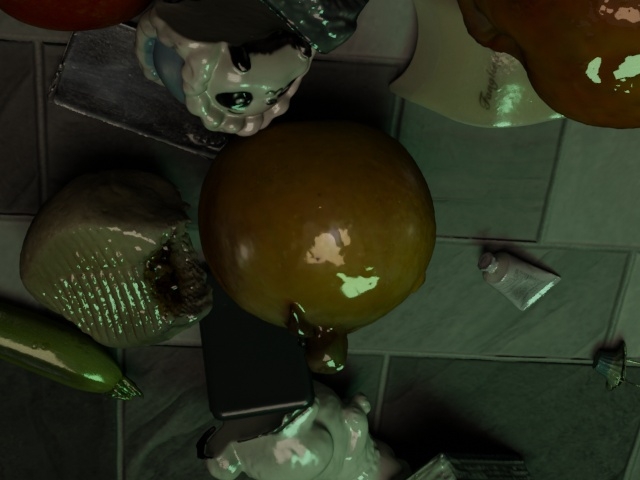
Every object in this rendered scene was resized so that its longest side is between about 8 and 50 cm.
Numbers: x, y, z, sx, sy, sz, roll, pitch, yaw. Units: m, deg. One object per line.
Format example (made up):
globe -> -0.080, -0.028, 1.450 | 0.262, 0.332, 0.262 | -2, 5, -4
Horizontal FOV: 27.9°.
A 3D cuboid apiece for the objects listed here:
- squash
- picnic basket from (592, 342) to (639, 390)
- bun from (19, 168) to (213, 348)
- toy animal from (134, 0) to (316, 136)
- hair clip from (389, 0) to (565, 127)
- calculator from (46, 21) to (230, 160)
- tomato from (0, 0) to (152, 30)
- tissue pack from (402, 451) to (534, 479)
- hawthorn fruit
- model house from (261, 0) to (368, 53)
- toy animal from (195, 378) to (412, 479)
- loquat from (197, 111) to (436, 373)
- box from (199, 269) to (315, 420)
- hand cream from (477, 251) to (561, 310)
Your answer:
squash -> -0.420, 0.168, 2.001 | 0.341, 0.094, 0.094 | 26, 120, -16
picnic basket -> 0.483, 0.208, 2.082 | 0.083, 0.065, 0.083 | 20, 119, 4
bun -> -0.284, 0.012, 1.820 | 0.282, 0.204, 0.281 | 4, 128, 6
toy animal -> -0.120, -0.226, 1.638 | 0.208, 0.204, 0.156 | -19, 138, -37
hair clip -> 0.245, -0.234, 1.727 | 0.282, 0.113, 0.172 | 6, 125, -6
calculator -> -0.229, -0.212, 1.779 | 0.262, 0.021, 0.161 | 20, 121, -16
tomato -> -0.308, -0.373, 1.568 | 0.309, 0.170, 0.309 | -3, 118, -5
tissue pack -> 0.223, 0.433, 2.147 | 0.185, 0.081, 0.257 | -43, 148, 25
hawthorn fruit -> 0.357, -0.358, 1.443 | 0.472, 0.471, 0.471 | -1, 125, -2
model house -> 0.033, -0.422, 1.540 | 0.301, 0.190, 0.271 | -36, 117, 20
toy animal -> -0.011, 0.346, 2.096 | 0.258, 0.194, 0.357 | -33, 129, 8
loquat -> 0.000, 0.000, 1.735 | 0.329, 0.359, 0.328 | -5, 166, -1
box -> -0.100, 0.148, 1.933 | 0.160, 0.230, 0.050 | -9, 167, 4
hand cream -> 0.296, 0.057, 1.982 | 0.142, 0.053, 0.084 | 27, 122, -37
